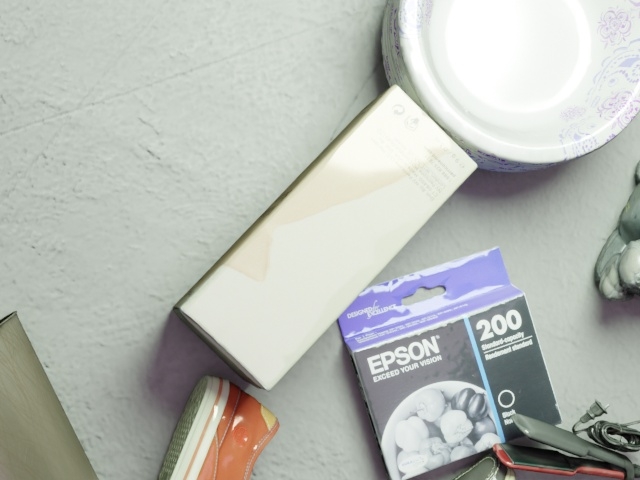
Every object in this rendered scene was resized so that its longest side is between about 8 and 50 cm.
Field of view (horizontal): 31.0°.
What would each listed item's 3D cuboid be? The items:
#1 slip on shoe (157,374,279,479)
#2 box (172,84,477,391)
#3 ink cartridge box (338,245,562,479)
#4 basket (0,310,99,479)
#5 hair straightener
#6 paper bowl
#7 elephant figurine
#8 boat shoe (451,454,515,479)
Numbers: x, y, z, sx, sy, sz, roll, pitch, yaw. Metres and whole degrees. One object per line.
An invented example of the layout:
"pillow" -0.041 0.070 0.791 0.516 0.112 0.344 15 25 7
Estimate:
"slip on shoe" -0.131 0.304 1.159 0.101 0.123 0.331 23 78 -13
"box" 0.000 0.000 1.181 0.121 0.148 0.311 44 79 -5
"ink cartridge box" 0.139 0.131 1.253 0.206 0.045 0.208 -18 90 -11
"basket" -0.314 0.219 1.109 0.204 0.154 0.227 -35 98 -10
"hair straightener" 0.301 0.220 1.251 0.230 0.047 0.089 16 110 -23
"paper bowl" 0.204 -0.214 1.229 0.284 0.148 0.284 0 88 -11
"elephant figurine" 0.435 0.045 1.263 0.239 0.169 0.186 25 97 -3
"boat shoe" 0.108 0.300 1.221 0.223 0.080 0.073 -41 100 -6
